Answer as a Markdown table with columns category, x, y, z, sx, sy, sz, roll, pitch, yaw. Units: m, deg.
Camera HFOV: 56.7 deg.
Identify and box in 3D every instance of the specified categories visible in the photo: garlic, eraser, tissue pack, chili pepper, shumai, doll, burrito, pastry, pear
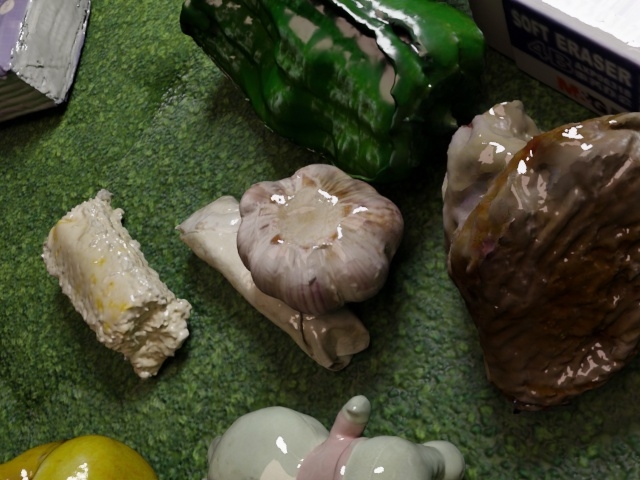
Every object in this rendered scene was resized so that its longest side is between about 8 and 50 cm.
| category | x | y | z | sx | sy | sz | roll | pitch | yaw |
| --- | --- | --- | --- | --- | --- | --- | --- | --- | --- |
| garlic | 0.000 | 0.000 | 0.563 | 0.159 | 0.102 | 0.147 | 2 | 62 | 16 |
| eraser | 0.255 | -0.173 | 0.514 | 0.081 | 0.124 | 0.279 | -46 | 58 | 4 |
| tissue pack | -0.562 | -0.316 | 0.994 | 0.344 | 0.125 | 0.242 | -6 | 68 | 26 |
| chili pepper | 0.002 | -0.213 | 0.635 | 0.385 | 0.213 | 0.167 | 37 | 48 | 28 |
| shumai | 0.195 | -0.007 | 0.494 | 0.184 | 0.218 | 0.185 | -11 | 23 | 12 |
| doll | -0.009 | 0.211 | 0.511 | 0.275 | 0.113 | 0.154 | -4 | 73 | 25 |
| burrito | -0.059 | 0.037 | 0.637 | 0.082 | 0.059 | 0.275 | -43 | 57 | -10 |
| pastry | -0.254 | 0.052 | 0.721 | 0.121 | 0.089 | 0.258 | -54 | 53 | 14 |
| pear | -0.239 | 0.284 | 0.565 | 0.200 | 0.200 | 0.200 | -10 | 67 | 24 |
